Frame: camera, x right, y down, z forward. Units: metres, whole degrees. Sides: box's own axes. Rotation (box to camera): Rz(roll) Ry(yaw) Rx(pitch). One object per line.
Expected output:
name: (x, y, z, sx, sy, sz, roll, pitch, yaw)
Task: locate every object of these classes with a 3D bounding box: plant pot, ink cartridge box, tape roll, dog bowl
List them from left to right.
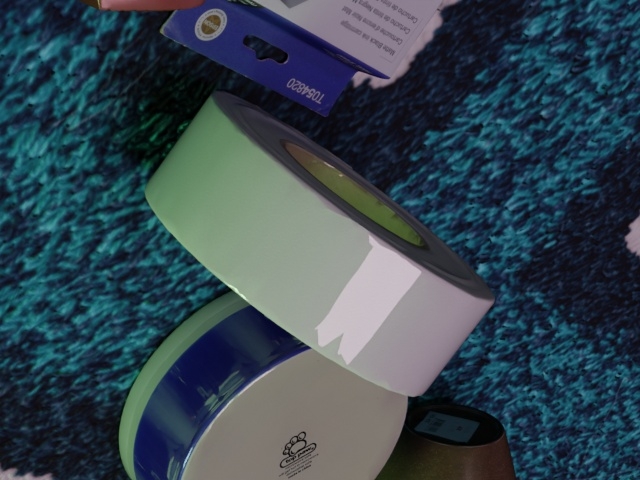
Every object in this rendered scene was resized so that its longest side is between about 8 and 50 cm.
dog bowl: (-0.050, 0.171, 1.647, 0.265, 0.104, 0.265, -24, 136, -25)
tape roll: (0.000, 0.000, 1.409, 0.286, 0.286, 0.100, 26, 104, -49)
ink cartridge box: (0.011, -0.214, 1.421, 0.223, 0.045, 0.224, 21, 108, -49)
plant pot: (0.128, 0.299, 1.860, 0.215, 0.215, 0.230, -10, 114, -36)

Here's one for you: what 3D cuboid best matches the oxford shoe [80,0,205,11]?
oxford shoe: (-0.220, -0.228, 1.169, 0.348, 0.123, 0.130, -6, 111, -45)
